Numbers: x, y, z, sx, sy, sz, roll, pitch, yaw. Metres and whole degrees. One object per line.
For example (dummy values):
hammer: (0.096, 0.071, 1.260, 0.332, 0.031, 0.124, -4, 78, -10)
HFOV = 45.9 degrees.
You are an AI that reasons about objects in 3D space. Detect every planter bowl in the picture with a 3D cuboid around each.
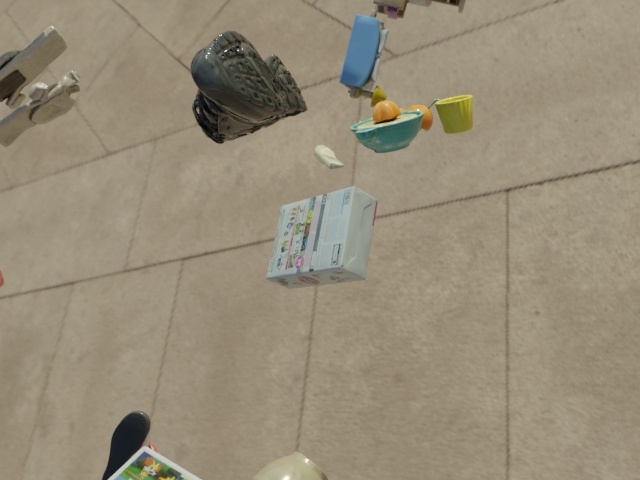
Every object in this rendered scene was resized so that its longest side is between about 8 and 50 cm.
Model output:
planter bowl: (-0.052, 0.518, 1.593, 0.162, 0.162, 0.109, 19, 56, 43)

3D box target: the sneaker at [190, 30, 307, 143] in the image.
sneaker: (-0.105, -0.171, 0.935, 0.130, 0.286, 0.109, -29, 86, 12)

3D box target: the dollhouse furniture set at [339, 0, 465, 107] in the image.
dollhouse furniture set: (0.176, -0.401, 1.588, 0.198, 0.286, 0.303, 15, 91, 7)

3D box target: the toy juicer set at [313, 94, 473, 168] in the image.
toy juicer set: (0.102, -0.211, 1.388, 0.329, 0.089, 0.209, -21, 17, -25)

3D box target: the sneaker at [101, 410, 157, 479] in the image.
sneaker: (-0.492, 0.550, 2.032, 0.090, 0.145, 0.270, 27, 107, 16)

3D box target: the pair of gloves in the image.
pair of gloves: (-0.541, -0.274, 1.413, 0.204, 0.240, 0.042, -40, 80, -17)

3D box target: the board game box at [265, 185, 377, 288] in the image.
board game box: (0.000, 0.000, 2.008, 0.303, 0.098, 0.223, -10, 62, 47)

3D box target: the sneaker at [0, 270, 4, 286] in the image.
sneaker: (-0.665, 0.167, 1.335, 0.116, 0.136, 0.313, 40, 94, 8)

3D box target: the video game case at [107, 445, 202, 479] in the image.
video game case: (-0.283, 0.513, 1.241, 0.329, 0.036, 0.300, 18, 42, 32)
